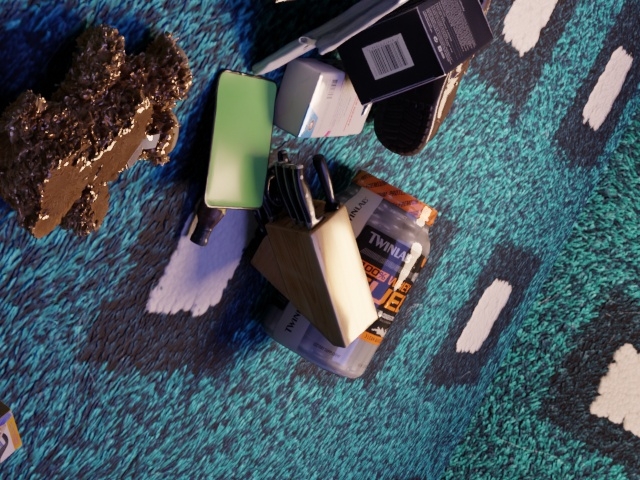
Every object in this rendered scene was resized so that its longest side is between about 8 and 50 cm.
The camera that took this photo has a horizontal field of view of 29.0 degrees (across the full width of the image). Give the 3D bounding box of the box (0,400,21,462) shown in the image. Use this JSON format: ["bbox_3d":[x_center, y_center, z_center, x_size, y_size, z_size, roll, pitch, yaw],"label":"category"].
[{"bbox_3d":[-0.446,0.276,1.578,0.136,0.028,0.081,-44,150,-33],"label":"box"}]

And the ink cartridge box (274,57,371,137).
[{"bbox_3d":[0.009,-0.214,1.852,0.181,0.061,0.104,-10,125,-57],"label":"ink cartridge box"}]

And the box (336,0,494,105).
[{"bbox_3d":[0.143,-0.298,1.838,0.207,0.153,0.108,-39,108,-52],"label":"box"}]

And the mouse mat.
[{"bbox_3d":[-0.110,-0.137,1.718,0.152,0.007,0.190,1,97,-61],"label":"mouse mat"}]

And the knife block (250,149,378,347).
[{"bbox_3d":[0.000,0.000,1.853,0.088,0.276,0.242,-40,171,-34],"label":"knife block"}]

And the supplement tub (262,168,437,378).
[{"bbox_3d":[0.055,0.053,2.060,0.316,0.193,0.193,-62,154,2],"label":"supplement tub"}]

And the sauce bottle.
[{"bbox_3d":[-0.151,-0.054,1.756,0.042,0.042,0.128,-2,120,-60],"label":"sauce bottle"}]

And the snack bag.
[{"bbox_3d":[0.095,-0.323,1.673,0.323,0.342,0.037,-35,100,-38],"label":"snack bag"}]

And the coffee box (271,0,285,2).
[{"bbox_3d":[-0.024,-0.376,1.541,0.246,0.141,0.098,-21,134,-51],"label":"coffee box"}]

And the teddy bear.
[{"bbox_3d":[-0.264,-0.130,1.426,0.338,0.113,0.245,-50,160,-37],"label":"teddy bear"}]

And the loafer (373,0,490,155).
[{"bbox_3d":[0.186,-0.320,2.015,0.130,0.134,0.366,-36,152,-60],"label":"loafer"}]
